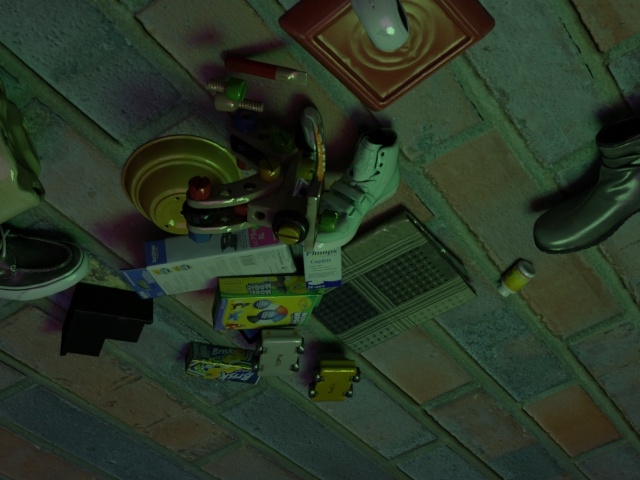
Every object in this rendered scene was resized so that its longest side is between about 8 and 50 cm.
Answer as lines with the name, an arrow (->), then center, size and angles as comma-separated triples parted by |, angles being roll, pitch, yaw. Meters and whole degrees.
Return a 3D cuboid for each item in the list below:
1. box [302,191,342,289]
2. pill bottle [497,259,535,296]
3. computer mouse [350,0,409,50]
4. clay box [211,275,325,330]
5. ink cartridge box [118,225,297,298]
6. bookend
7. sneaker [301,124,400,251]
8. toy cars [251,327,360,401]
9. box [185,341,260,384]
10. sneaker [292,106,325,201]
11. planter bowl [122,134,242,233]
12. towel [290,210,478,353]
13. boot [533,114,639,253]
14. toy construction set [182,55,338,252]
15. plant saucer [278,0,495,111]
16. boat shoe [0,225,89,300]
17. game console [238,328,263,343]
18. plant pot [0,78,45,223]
box -> 0.000, 0.000, 1.749 | 0.072, 0.126, 0.137 | -5, 137, -2
pill bottle -> 0.410, 0.082, 1.959 | 0.043, 0.043, 0.083 | 20, 129, -27
computer mouse -> 0.074, -0.370, 1.367 | 0.106, 0.042, 0.193 | -21, 102, 21
clay box -> -0.097, 0.123, 1.840 | 0.222, 0.053, 0.127 | -1, 147, -14
ink cartridge box -> -0.209, 0.038, 1.760 | 0.311, 0.065, 0.186 | -11, 161, 0
bookend -> -0.437, 0.173, 1.900 | 0.157, 0.072, 0.156 | 11, 134, -20
sneaker -> 0.047, -0.099, 1.606 | 0.094, 0.256, 0.151 | 27, 141, 26
toy cars -> -0.032, 0.254, 2.012 | 0.176, 0.087, 0.393 | -21, 146, 27
box -> -0.210, 0.271, 2.052 | 0.168, 0.054, 0.059 | 11, 133, -19
sneaker -> -0.032, -0.142, 1.631 | 0.083, 0.084, 0.215 | 1, 136, -1
planter bowl -> -0.245, -0.076, 1.657 | 0.217, 0.090, 0.217 | -5, 136, -5
towel -> 0.124, 0.089, 1.928 | 0.324, 0.056, 0.312 | -27, 131, 22
boot -> 0.529, -0.121, 1.715 | 0.338, 0.118, 0.223 | -27, 137, 7
toy construction set -> -0.067, -0.123, 1.503 | 0.237, 0.257, 0.309 | 13, 109, 13
plant saucer -> 0.111, -0.333, 1.477 | 0.259, 0.048, 0.258 | -33, 131, 25
boat shoe -> -0.596, 0.031, 1.690 | 0.335, 0.121, 0.119 | -2, 141, -4
game console -> -0.114, 0.160, 1.933 | 0.107, 0.071, 0.122 | 0, 142, 25
plant pot -> -0.609, -0.110, 1.431 | 0.305, 0.334, 0.334 | -20, 137, -4
